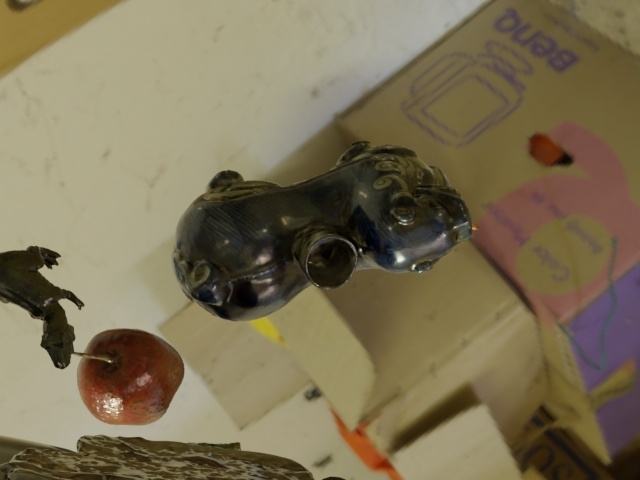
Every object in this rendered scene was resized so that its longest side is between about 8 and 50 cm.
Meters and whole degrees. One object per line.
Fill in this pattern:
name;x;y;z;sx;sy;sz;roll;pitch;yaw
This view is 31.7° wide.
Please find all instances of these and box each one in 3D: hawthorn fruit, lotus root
hawthorn fruit;-0.289;0.189;1.659;0.162;0.163;0.203;48;167;20
lotus root;-0.154;0.289;0.972;0.316;0.249;0.316;16;-175;-1

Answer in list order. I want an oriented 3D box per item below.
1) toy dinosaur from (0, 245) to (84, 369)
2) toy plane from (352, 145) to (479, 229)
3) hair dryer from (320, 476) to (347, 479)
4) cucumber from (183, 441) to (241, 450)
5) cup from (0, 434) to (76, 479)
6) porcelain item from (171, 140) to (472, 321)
toy dinosaur;-0.356;0.065;1.318;0.187;0.087;0.179;41;-170;6
toy plane;0.114;-0.062;1.420;0.188;0.062;0.135;16;148;-7
hair dryer;0.072;0.604;2.198;0.278;0.090;0.134;47;142;40
cucumber;-0.209;0.354;1.578;0.134;0.244;0.134;35;143;33
cup;-0.409;0.356;1.352;0.372;0.253;0.253;3;154;18
porcelain item;0.000;0.000;1.094;0.186;0.288;0.138;-126;23;-66
